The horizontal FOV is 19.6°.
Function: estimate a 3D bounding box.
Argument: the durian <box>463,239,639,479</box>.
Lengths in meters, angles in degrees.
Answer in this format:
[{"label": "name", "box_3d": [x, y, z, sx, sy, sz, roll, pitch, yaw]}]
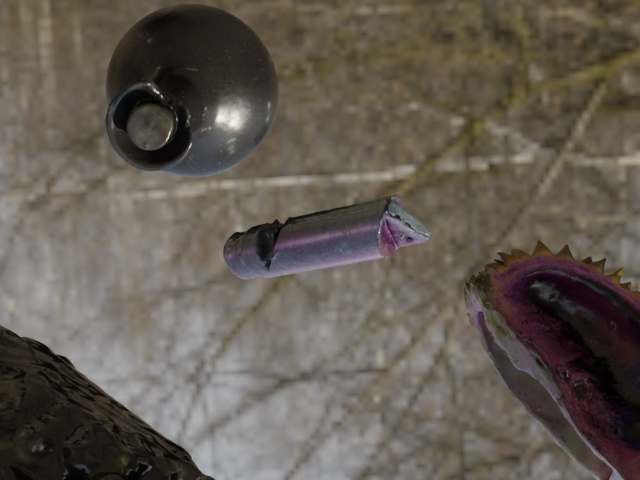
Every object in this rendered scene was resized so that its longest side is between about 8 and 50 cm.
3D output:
[{"label": "durian", "box_3d": [0.231, 0.123, 1.617, 0.153, 0.260, 0.186, -18, 157, -27]}]

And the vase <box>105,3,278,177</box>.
[{"label": "vase", "box_3d": [-0.094, -0.093, 1.233, 0.120, 0.120, 0.183, -2, -167, 8]}]

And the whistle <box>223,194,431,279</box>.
[{"label": "whistle", "box_3d": [0.000, 0.000, 1.014, 0.033, 0.033, 0.176, -9, 178, -33]}]

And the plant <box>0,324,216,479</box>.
[{"label": "plant", "box_3d": [-0.114, 0.131, 0.777, 0.129, 0.132, 0.194, 22, -165, -50]}]
